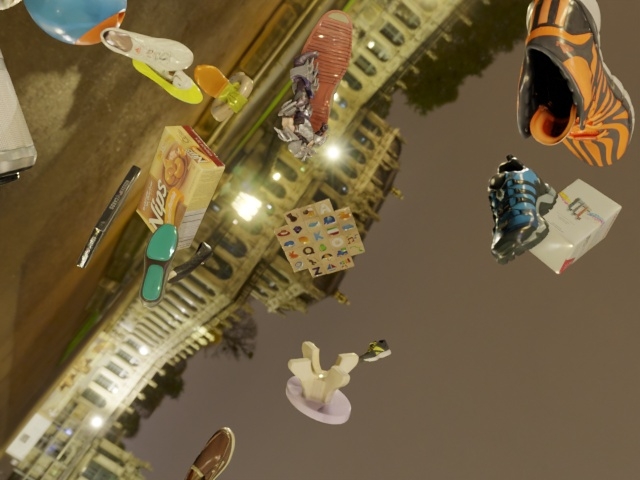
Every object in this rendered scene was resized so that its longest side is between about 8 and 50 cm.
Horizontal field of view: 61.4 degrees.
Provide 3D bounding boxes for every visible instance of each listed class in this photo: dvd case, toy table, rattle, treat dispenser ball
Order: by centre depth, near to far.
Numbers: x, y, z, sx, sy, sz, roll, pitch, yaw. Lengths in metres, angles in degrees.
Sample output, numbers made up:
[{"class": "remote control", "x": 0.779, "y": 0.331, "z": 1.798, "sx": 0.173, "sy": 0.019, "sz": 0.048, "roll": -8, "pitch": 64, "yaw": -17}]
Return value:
[{"class": "rattle", "x": -0.241, "y": -0.386, "z": 1.290, "sx": 0.130, "sy": 0.142, "sz": 0.200, "roll": -44, "pitch": -148, "yaw": 37}, {"class": "dvd case", "x": -0.544, "y": -0.064, "z": 1.392, "sx": 0.179, "sy": 0.029, "sz": 0.239, "roll": -45, "pitch": -156, "yaw": 41}, {"class": "treat dispenser ball", "x": -0.727, "y": -0.732, "z": 1.600, "sx": 0.288, "sy": 0.288, "sz": 0.288, "roll": -49, "pitch": -169, "yaw": 13}, {"class": "toy table", "x": -0.001, "y": 0.444, "z": 1.719, "sx": 0.274, "sy": 0.252, "sz": 0.161, "roll": 21, "pitch": -74, "yaw": 44}]

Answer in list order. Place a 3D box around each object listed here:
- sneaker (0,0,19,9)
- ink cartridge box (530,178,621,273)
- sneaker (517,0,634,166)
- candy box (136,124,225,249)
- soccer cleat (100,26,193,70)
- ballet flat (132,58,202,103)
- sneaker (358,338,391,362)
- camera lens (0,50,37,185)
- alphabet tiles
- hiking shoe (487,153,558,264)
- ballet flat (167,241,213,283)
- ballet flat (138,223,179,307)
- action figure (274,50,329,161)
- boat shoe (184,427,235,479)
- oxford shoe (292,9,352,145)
[{"class": "sneaker", "x": -0.718, "y": -0.507, "z": 0.984, "sx": 0.126, "sy": 0.321, "sz": 0.127, "roll": 112, "pitch": -28, "yaw": -43}, {"class": "ink cartridge box", "x": 0.610, "y": -0.036, "z": 1.321, "sx": 0.176, "sy": 0.127, "sz": 0.128, "roll": -32, "pitch": 147, "yaw": -17}, {"class": "sneaker", "x": 0.356, "y": -0.182, "z": 0.781, "sx": 0.124, "sy": 0.321, "sz": 0.180, "roll": -3, "pitch": -128, "yaw": 45}, {"class": "candy box", "x": -0.401, "y": -0.142, "z": 1.518, "sx": 0.087, "sy": 0.183, "sz": 0.316, "roll": -17, "pitch": 148, "yaw": -47}, {"class": "soccer cleat", "x": -0.378, "y": -0.415, "z": 1.174, "sx": 0.076, "sy": 0.196, "sz": 0.068, "roll": -110, "pitch": -146, "yaw": -71}, {"class": "ballet flat", "x": -0.454, "y": -0.495, "z": 1.618, "sx": 0.077, "sy": 0.231, "sz": 0.077, "roll": -42, "pitch": -159, "yaw": 54}, {"class": "sneaker", "x": 0.102, "y": 0.217, "z": 1.058, "sx": 0.083, "sy": 0.035, "sz": 0.031, "roll": -7, "pitch": 168, "yaw": -45}, {"class": "camera lens", "x": -0.593, "y": -0.209, "z": 0.839, "sx": 0.219, "sy": 0.274, "sz": 0.219, "roll": -12, "pitch": -164, "yaw": 3}, {"class": "alphabet tiles", "x": 0.000, "y": 0.000, "z": 1.990, "sx": 0.285, "sy": 0.343, "sz": 0.011, "roll": -16, "pitch": -140, "yaw": 8}, {"class": "hiking shoe", "x": 0.362, "y": -0.060, "z": 1.039, "sx": 0.113, "sy": 0.132, "sz": 0.304, "roll": -42, "pitch": -179, "yaw": 37}, {"class": "ballet flat", "x": -0.345, "y": 0.060, "z": 1.400, "sx": 0.057, "sy": 0.049, "sz": 0.173, "roll": -41, "pitch": -178, "yaw": 38}, {"class": "ballet flat", "x": -0.398, "y": 0.062, "z": 1.315, "sx": 0.068, "sy": 0.072, "sz": 0.213, "roll": 128, "pitch": -27, "yaw": -62}, {"class": "action figure", "x": -0.044, "y": -0.334, "z": 1.387, "sx": 0.185, "sy": 0.099, "sz": 0.285, "roll": 46, "pitch": 43, "yaw": -64}, {"class": "boat shoe", "x": -0.357, "y": 0.711, "z": 1.692, "sx": 0.257, "sy": 0.095, "sz": 0.095, "roll": -62, "pitch": 160, "yaw": 3}, {"class": "oxford shoe", "x": -0.006, "y": -0.487, "z": 1.633, "sx": 0.146, "sy": 0.140, "sz": 0.397, "roll": -94, "pitch": -157, "yaw": -77}]
